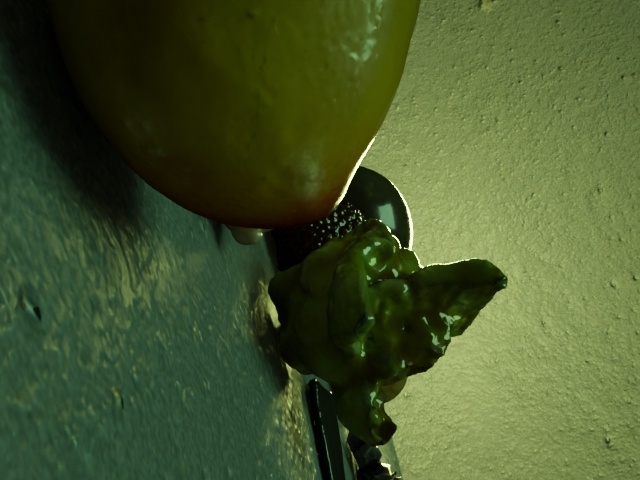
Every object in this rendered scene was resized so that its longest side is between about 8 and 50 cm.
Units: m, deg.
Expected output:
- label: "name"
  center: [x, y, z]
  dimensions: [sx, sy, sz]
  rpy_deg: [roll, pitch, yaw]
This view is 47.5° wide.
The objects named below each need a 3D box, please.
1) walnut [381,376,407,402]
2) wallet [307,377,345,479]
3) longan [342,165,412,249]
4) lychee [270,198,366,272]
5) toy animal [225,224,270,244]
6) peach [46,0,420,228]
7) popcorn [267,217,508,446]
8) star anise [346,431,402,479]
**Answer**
- label: "walnut"
  center: [0.110, 0.269, 1.627]
  dimensions: [0.221, 0.195, 0.195]
  rpy_deg: [-56, 131, -81]
- label: "wallet"
  center: [0.024, 0.383, 1.229]
  dimensions: [0.146, 0.030, 0.285]
  rpy_deg: [71, 7, -63]
- label: "longan"
  center: [0.091, -0.011, 1.757]
  dimensions: [0.288, 0.289, 0.350]
  rpy_deg: [-94, 176, -66]
- label: "lychee"
  center: [0.000, 0.000, 1.308]
  dimensions: [0.188, 0.188, 0.188]
  rpy_deg: [-15, 90, -85]
- label: "toy animal"
  center: [-0.079, -0.112, 0.896]
  dimensions: [0.171, 0.171, 0.197]
  rpy_deg: [-97, 173, -58]
- label: "peach"
  center: [-0.071, -0.170, 0.573]
  dimensions: [0.289, 0.289, 0.307]
  rpy_deg: [-93, -166, -67]
- label: "popcorn"
  center: [0.072, 0.102, 1.084]
  dimensions: [0.290, 0.321, 0.326]
  rpy_deg: [38, 10, 26]
- label: "star anise"
  center: [0.113, 0.490, 1.554]
  dimensions: [0.262, 0.081, 0.230]
  rpy_deg: [-158, -128, -83]
